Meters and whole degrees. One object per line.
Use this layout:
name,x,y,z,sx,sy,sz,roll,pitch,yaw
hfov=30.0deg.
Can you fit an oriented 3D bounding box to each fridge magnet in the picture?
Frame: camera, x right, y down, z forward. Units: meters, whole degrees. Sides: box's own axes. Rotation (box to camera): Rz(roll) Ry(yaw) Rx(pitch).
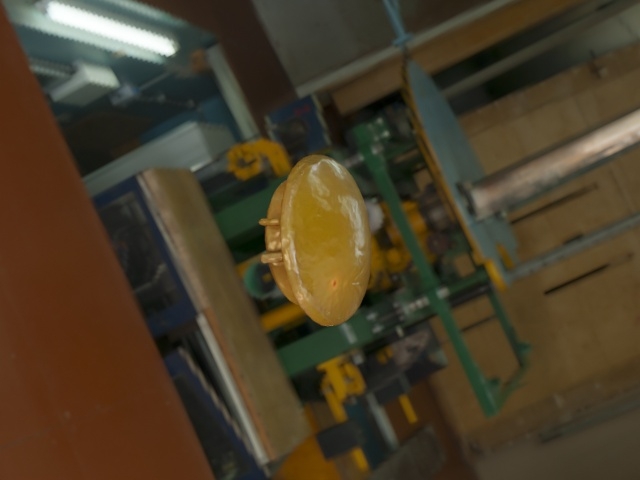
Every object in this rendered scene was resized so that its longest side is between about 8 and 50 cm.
fridge magnet,0.000,0.000,0.992,0.143,0.063,0.143,22,65,-60
